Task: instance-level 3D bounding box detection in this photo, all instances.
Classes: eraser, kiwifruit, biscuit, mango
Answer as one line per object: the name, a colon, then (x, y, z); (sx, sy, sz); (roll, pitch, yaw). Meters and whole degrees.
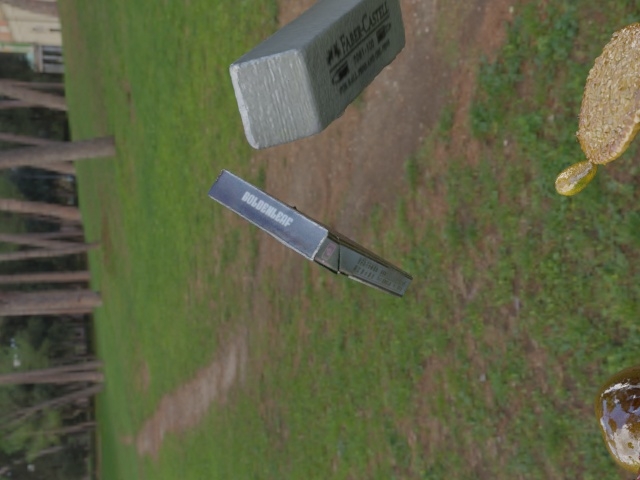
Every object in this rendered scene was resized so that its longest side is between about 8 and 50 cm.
eraser: (0.012, -0.238, 1.042); (0.352, 0.077, 0.111); (-51, -42, -47)
kiwifruit: (0.596, 0.298, 1.381); (0.196, 0.234, 0.195); (-14, -90, -77)
biscuit: (0.518, -0.260, 1.419); (0.254, 0.035, 0.253); (-167, 90, -83)
mango: (0.630, -0.156, 1.983); (0.114, 0.057, 0.079); (-39, 25, 20)

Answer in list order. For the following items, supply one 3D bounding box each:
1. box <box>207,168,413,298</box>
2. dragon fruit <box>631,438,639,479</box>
box: (-0.001, -0.001, 1.120); (0.180, 0.325, 0.047); (32, 93, 27)
dragon fruit: (0.342, 0.221, 0.643); (0.209, 0.173, 0.172); (177, 92, -79)
